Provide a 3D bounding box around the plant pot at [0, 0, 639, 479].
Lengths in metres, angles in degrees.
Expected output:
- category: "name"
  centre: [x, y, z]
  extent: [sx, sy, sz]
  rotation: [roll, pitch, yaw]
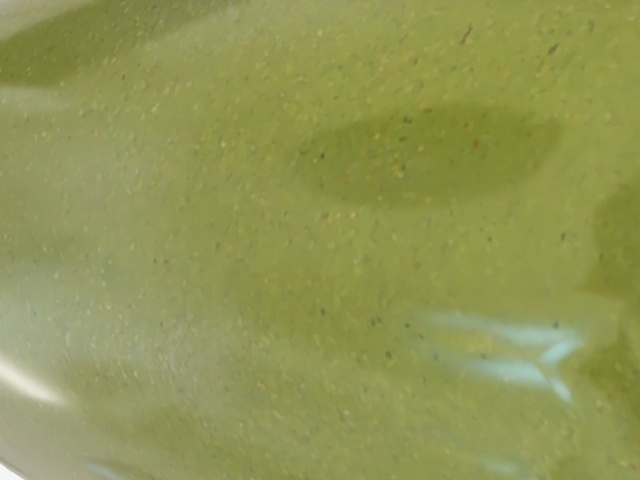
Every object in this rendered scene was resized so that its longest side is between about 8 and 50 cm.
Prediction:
- category: "plant pot"
  centre: [0.000, 0.000, 0.480]
  extent: [0.275, 0.293, 0.275]
  rotation: [-13, -75, -62]
